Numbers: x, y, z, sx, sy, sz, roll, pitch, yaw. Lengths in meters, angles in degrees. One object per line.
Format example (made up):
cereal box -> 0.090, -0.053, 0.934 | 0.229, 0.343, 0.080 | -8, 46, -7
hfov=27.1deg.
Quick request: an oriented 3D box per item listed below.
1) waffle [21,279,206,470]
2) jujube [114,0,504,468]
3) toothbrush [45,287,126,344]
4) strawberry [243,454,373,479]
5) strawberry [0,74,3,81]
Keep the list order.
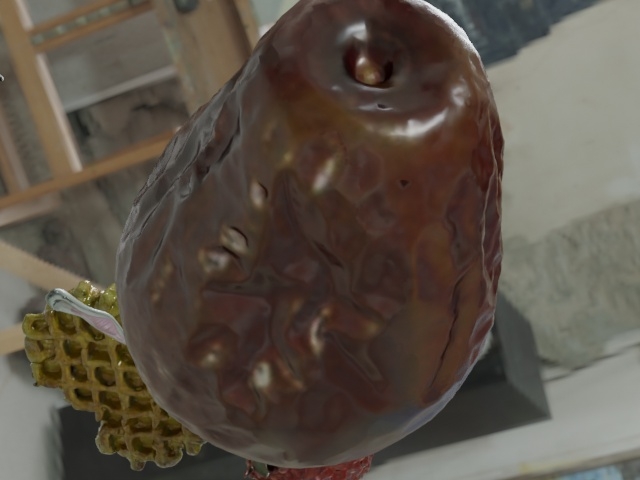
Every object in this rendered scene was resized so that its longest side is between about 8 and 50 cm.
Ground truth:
waffle -> -0.228, 0.155, 1.510 | 0.253, 0.249, 0.056 | 30, 39, -10
jujube -> 0.000, 0.000, 0.641 | 0.255, 0.190, 0.190 | 108, -17, -53
toothbrush -> -0.184, 0.070, 1.121 | 0.022, 0.017, 0.204 | 53, 1, 20
strawberry -> 0.017, 0.185, 1.328 | 0.208, 0.087, 0.167 | 17, 89, -50
strawberry -> -0.425, -0.156, 1.260 | 0.175, 0.236, 0.107 | 52, 41, -55
